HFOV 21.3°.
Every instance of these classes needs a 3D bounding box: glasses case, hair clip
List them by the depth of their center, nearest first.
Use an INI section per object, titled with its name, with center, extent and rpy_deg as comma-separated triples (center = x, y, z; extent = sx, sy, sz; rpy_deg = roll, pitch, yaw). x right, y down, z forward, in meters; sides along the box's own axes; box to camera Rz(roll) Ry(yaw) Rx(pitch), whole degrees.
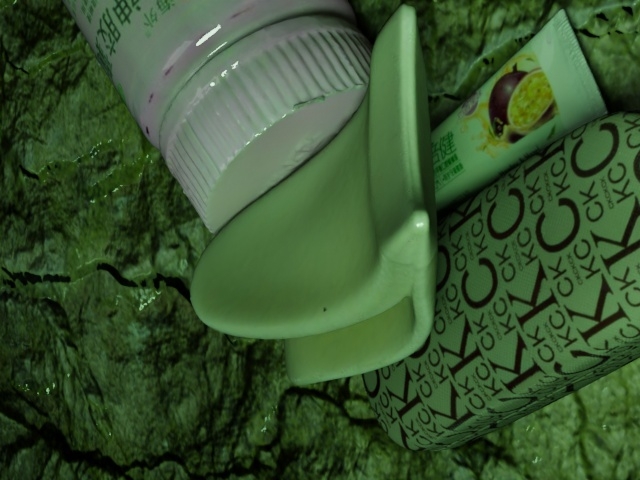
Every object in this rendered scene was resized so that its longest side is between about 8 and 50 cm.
[glasses case]
center = 0.129, 0.034, 1.094
extent = 0.355, 0.085, 0.137
rpy_deg = -37, 60, 53
[hair clip]
center = 0.019, 0.002, 1.115
extent = 0.282, 0.113, 0.172
rpy_deg = -40, 41, 42

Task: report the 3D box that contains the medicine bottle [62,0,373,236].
[medicine bottle]
center = -0.076, -0.158, 1.239
extent = 0.290, 0.178, 0.178
rpy_deg = 58, 137, 24

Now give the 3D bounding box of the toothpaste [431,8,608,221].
[toothpaste]
center = 0.082, -0.041, 1.179
extent = 0.058, 0.056, 0.314
rpy_deg = 39, 136, -10
